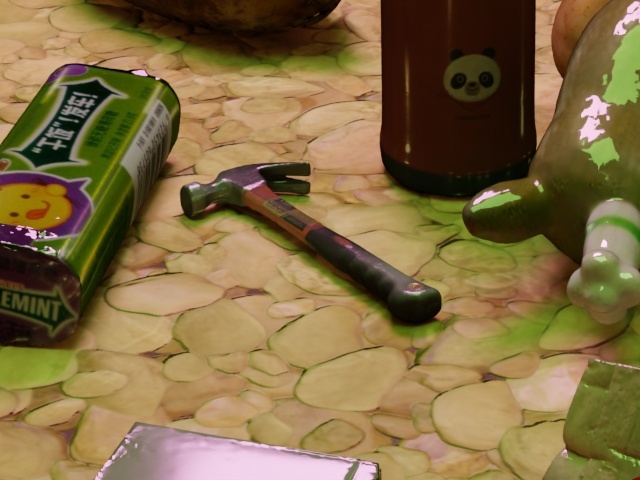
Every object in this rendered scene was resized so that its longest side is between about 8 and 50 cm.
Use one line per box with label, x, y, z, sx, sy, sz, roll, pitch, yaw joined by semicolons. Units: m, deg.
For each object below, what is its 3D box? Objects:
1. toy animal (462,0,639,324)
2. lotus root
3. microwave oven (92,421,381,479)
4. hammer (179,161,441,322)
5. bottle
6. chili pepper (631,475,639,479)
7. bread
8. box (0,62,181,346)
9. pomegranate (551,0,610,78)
toy animal;0.243;-0.050;1.539;0.181;0.180;0.363;7;52;30
lotus root;-0.111;-0.325;2.030;0.397;0.179;0.196;23;39;39
microwave oven;-0.051;0.221;0.997;0.163;0.205;0.129;6;29;17
hammer;0.000;-0.001;1.581;0.111;0.033;0.287;-20;34;-28
bottle;0.123;-0.214;1.647;0.144;0.336;0.144;-1;29;0
chili pepper;0.164;0.205;1.175;0.050;0.059;0.268;13;37;43
bread;0.229;0.140;1.317;0.077;0.105;0.152;19;3;35
box;-0.219;-0.039;1.604;0.134;0.097;0.345;10;30;4
pomegranate;0.310;-0.192;1.765;0.191;0.191;0.191;-2;29;1
